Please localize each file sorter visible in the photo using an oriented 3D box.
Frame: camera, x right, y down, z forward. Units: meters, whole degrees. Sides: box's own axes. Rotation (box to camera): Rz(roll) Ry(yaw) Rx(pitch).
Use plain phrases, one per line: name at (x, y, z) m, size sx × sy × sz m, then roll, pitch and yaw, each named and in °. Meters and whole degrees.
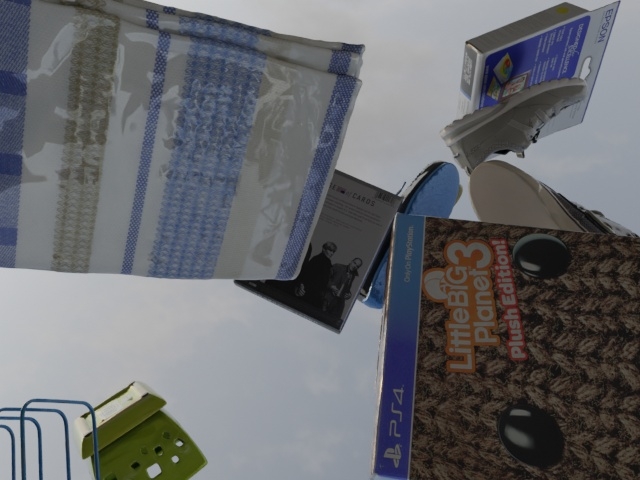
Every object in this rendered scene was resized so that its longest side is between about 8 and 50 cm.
file sorter at (-0.345, 0.244, 0.627) m, size 0.170 × 0.118 × 0.104 m, roll -18°, pitch -111°, yaw 13°

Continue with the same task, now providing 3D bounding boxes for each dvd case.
dvd case at (0.000, 0.000, 0.893) m, size 0.179 × 0.029 × 0.238 m, roll 25°, pitch -110°, yaw 8°

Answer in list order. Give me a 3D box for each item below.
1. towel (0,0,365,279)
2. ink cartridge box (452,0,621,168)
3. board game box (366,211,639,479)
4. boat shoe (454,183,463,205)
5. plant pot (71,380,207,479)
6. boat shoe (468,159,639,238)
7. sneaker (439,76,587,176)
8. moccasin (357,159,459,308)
towel at (-0.119, -0.064, 0.412) m, size 0.285 × 0.209 × 0.034 m, roll 4°, pitch -150°, yaw -24°
ink cartridge box at (0.425, -0.317, 1.178) m, size 0.307 × 0.303 × 0.072 m, roll -24°, pitch -127°, yaw -12°
board game box at (0.198, 0.119, 0.529) m, size 0.291 × 0.141 × 0.232 m, roll 5°, pitch -115°, yaw 5°
boat shoe at (0.210, -0.062, 1.393) m, size 0.285 × 0.089 × 0.104 m, roll -37°, pitch -163°, yaw 18°
plant pot at (-0.420, 0.455, 1.289) m, size 0.227 × 0.207 × 0.228 m, roll -32°, pitch -166°, yaw -26°
boat shoe at (0.411, -0.017, 0.978) m, size 0.158 × 0.127 × 0.340 m, roll -25°, pitch -113°, yaw -43°
sneaker at (0.363, -0.210, 1.062) m, size 0.281 × 0.115 × 0.105 m, roll -24°, pitch -177°, yaw 0°
moccasin at (0.156, -0.029, 1.186) m, size 0.342 × 0.138 × 0.117 m, roll -53°, pitch -144°, yaw -12°
